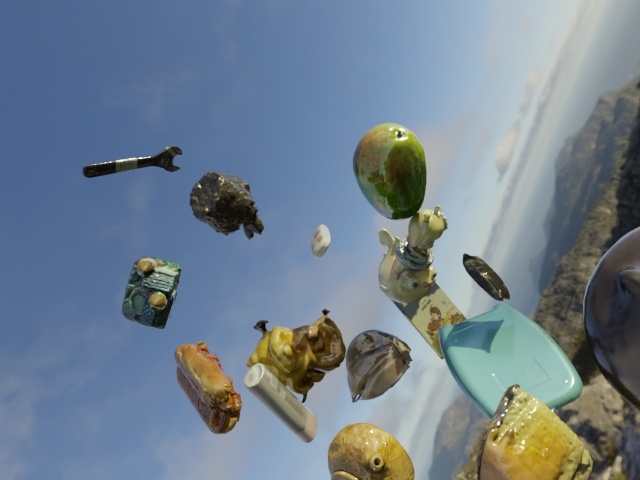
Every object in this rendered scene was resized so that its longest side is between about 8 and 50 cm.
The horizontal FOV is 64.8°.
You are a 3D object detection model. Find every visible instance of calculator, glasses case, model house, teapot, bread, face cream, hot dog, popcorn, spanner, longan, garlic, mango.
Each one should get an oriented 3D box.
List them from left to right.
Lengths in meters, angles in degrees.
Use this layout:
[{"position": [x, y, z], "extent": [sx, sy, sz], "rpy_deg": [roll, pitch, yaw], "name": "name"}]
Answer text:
[{"position": [-0.585, -0.237, 1.594], "extent": [0.315, 0.024, 0.087], "rpy_deg": [-19, -60, -34], "name": "spanner"}, {"position": [-0.596, 0.189, 1.775], "extent": [0.291, 0.184, 0.253], "rpy_deg": [-179, 106, -73], "name": "model house"}, {"position": [-0.312, 0.398, 1.415], "extent": [0.117, 0.348, 0.158], "rpy_deg": [-10, -73, -30], "name": "hot dog"}, {"position": [-0.107, 0.467, 1.446], "extent": [0.073, 0.269, 0.107], "rpy_deg": [-33, 25, 14], "name": "face cream"}, {"position": [-0.072, 0.375, 1.616], "extent": [0.297, 0.315, 0.281], "rpy_deg": [51, -154, -69], "name": "popcorn"}, {"position": [0.000, 0.000, 1.491], "extent": [0.063, 0.041, 0.164], "rpy_deg": [-54, 15, 16], "name": "glasses case"}, {"position": [0.095, 0.542, 1.151], "extent": [0.167, 0.203, 0.311], "rpy_deg": [-42, -21, -40], "name": "teapot"}, {"position": [0.196, 0.422, 1.717], "extent": [0.292, 0.237, 0.210], "rpy_deg": [-38, -47, 21], "name": "garlic"}, {"position": [0.217, -0.197, 1.562], "extent": [0.382, 0.225, 0.201], "rpy_deg": [72, -149, -52], "name": "mango"}, {"position": [0.445, 0.288, 1.223], "extent": [0.386, 0.256, 0.054], "rpy_deg": [-113, 1, -61], "name": "calculator"}, {"position": [0.380, 0.429, 0.922], "extent": [0.204, 0.162, 0.262], "rpy_deg": [-39, -60, -28], "name": "bread"}, {"position": [0.497, 0.107, 0.660], "extent": [0.297, 0.297, 0.297], "rpy_deg": [-54, -23, -36], "name": "longan"}]

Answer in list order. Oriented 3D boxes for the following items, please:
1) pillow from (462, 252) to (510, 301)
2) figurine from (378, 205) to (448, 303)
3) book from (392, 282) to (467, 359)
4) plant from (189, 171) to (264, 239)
[{"position": [0.416, 0.093, 1.274], "extent": [0.090, 0.150, 0.048], "rpy_deg": [-14, -31, -47], "name": "pillow"}, {"position": [0.304, 0.028, 1.738], "extent": [0.226, 0.274, 0.394], "rpy_deg": [-27, -31, -35], "name": "figurine"}, {"position": [0.433, 0.275, 1.990], "extent": [0.228, 0.322, 0.018], "rpy_deg": [-40, -1, -36], "name": "book"}, {"position": [-0.357, -0.138, 2.058], "extent": [0.312, 0.215, 0.213], "rpy_deg": [24, -57, -42], "name": "plant"}]
